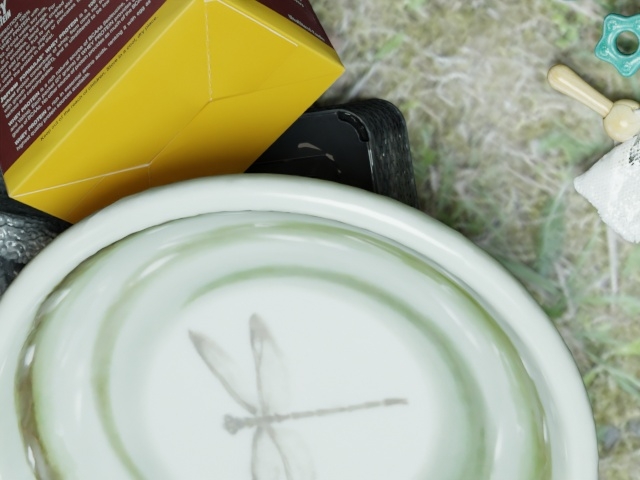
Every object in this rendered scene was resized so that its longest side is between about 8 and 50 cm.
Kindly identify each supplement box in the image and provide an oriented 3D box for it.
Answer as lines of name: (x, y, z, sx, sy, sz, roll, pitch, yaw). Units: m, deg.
supplement box: (-0.119, -0.134, 1.221, 0.191, 0.129, 0.194, -44, 47, 21)

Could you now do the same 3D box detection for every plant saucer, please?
plant saucer: (-0.022, 0.121, 1.198, 0.401, 0.100, 0.400, 4, 119, 7)

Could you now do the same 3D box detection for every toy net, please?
toy net: (0.206, -0.115, 1.201, 0.122, 0.045, 0.232, -13, 96, 20)

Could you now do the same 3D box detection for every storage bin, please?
storage bin: (0.000, 0.000, 1.273, 0.122, 0.084, 0.180, -6, 96, 21)

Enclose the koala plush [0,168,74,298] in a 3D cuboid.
koala plush: (-0.200, 0.082, 1.309, 0.203, 0.196, 0.221, 17, 101, 6)
